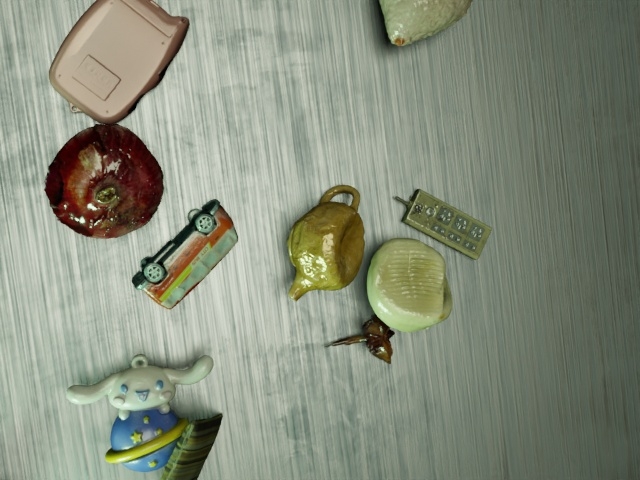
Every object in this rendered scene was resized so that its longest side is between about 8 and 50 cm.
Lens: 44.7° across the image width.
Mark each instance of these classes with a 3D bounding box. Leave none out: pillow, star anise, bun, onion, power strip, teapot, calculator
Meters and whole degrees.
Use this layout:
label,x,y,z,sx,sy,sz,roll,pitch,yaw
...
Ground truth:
label,x,y,z,sx,sy,sz,roll,pitch,yaw
pillow,-0.293,0.487,1.722,0.052,0.208,0.212,23,86,11
star anise,0.106,0.227,1.881,0.140,0.144,0.158,-14,106,-57
bun,0.208,0.108,1.840,0.229,0.145,0.230,3,75,-12
onion,-0.455,-0.122,1.652,0.252,0.219,0.252,-3,102,-12
power strip,0.298,-0.047,1.919,0.268,0.034,0.092,27,86,-12
teapot,0.000,0.000,1.797,0.167,0.203,0.311,6,64,27
calculator,-0.452,-0.415,1.731,0.220,0.048,0.330,37,86,-13

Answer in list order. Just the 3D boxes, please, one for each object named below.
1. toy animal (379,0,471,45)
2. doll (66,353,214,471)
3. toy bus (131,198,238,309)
label,x,y,z,sx,sy,sz,roll,pitch,yaw
toy animal,0.258,-0.611,1.815,0.226,0.188,0.359,19,88,-7
doll,-0.363,0.371,1.729,0.310,0.159,0.243,-25,82,-10
toy bus,-0.296,0.032,1.749,0.265,0.121,0.120,-46,109,-8
